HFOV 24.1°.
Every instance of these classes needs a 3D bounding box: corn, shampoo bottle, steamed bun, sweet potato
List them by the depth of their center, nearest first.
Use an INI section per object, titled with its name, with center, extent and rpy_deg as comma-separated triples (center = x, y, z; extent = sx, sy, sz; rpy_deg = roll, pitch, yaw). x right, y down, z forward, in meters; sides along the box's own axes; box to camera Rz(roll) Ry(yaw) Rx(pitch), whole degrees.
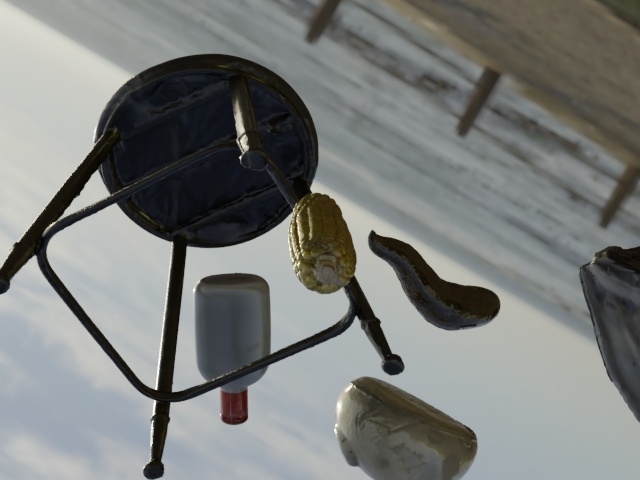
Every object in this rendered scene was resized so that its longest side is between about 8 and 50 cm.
[corn]
center = 0.000, 0.000, 1.527
extent = 0.067, 0.067, 0.206
rpy_deg = 30, -165, -12
[sweet potato]
center = 0.133, 0.060, 1.723
extent = 0.249, 0.069, 0.059
rpy_deg = 28, 169, -38
[shampoo bottle]
center = -0.123, 0.154, 2.106
extent = 0.108, 0.221, 0.051
rpy_deg = -3, -157, -7
[steamed bun]
center = 0.113, 0.291, 2.186
extent = 0.228, 0.131, 0.177
rpy_deg = 27, -176, 36

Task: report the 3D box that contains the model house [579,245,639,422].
[model house]
center = 0.462, 0.124, 1.452
extent = 0.317, 0.282, 0.297
rpy_deg = 30, 136, 52

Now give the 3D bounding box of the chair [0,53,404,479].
[chair]
center = -0.146, -0.016, 1.892
extent = 0.362, 0.364, 0.410
rpy_deg = 56, -163, -32
